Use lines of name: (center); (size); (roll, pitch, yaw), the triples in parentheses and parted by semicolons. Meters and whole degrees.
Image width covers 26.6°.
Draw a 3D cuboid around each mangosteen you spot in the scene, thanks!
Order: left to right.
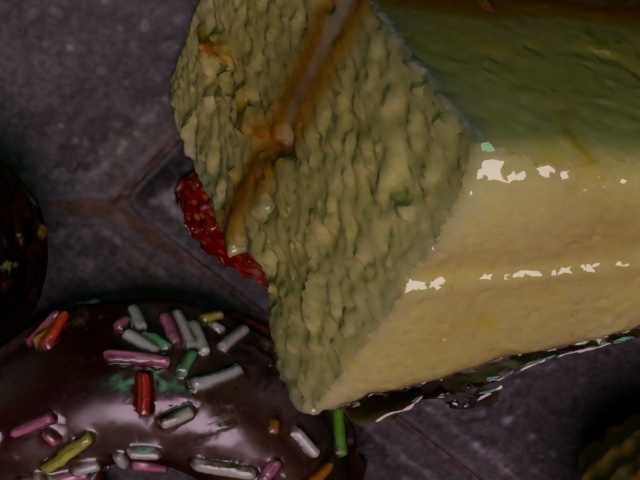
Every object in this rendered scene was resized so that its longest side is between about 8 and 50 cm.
mangosteen: (-0.284, 0.007, 0.949); (0.184, 0.172, 0.172); (-2, 120, 23)

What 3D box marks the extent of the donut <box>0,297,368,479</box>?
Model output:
donut: (-0.117, 0.176, 1.056); (0.345, 0.136, 0.259); (22, 119, -13)

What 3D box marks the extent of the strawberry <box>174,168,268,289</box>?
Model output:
strawberry: (0.002, 0.002, 0.986); (0.208, 0.087, 0.167); (-12, 119, 8)

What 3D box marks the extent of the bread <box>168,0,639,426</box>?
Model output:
bread: (0.137, -0.063, 0.824); (0.405, 0.345, 0.242); (3, 132, -15)

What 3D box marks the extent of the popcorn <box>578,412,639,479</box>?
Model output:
popcorn: (0.308, 0.232, 1.041); (0.225, 0.249, 0.249); (-27, 116, -2)
